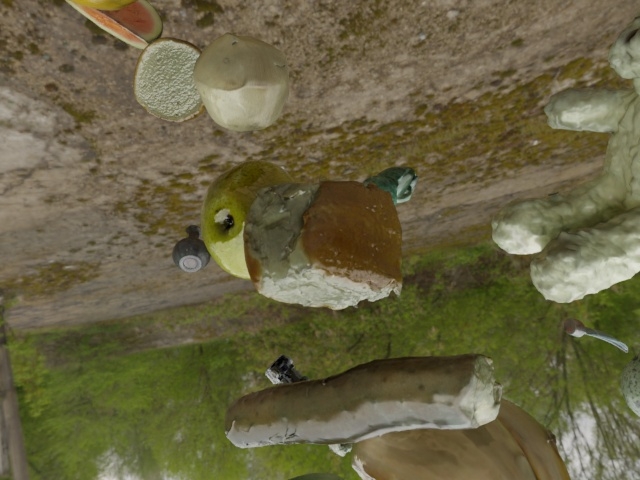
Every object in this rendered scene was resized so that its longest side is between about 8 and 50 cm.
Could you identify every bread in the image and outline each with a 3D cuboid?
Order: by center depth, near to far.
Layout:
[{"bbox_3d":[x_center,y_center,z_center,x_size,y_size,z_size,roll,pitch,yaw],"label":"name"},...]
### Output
[{"bbox_3d":[0.000,0.000,0.875,0.278,0.250,0.224,19,149,-35],"label":"bread"},{"bbox_3d":[-0.406,-0.446,1.248,0.235,0.236,0.070,-16,-167,8],"label":"bread"}]

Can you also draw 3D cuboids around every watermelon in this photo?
[{"bbox_3d":[-0.603,-0.655,1.335,0.303,0.159,0.128,30,140,-5],"label":"watermelon"}]

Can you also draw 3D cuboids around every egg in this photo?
[{"bbox_3d":[0.627,0.254,0.794,0.132,0.132,0.172,-5,137,-43],"label":"egg"}]

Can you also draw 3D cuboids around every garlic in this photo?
[{"bbox_3d":[0.188,0.321,0.628,0.285,0.250,0.313,-9,-179,-28],"label":"garlic"}]

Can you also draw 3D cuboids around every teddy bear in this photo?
[{"bbox_3d":[0.377,-0.174,0.536,0.375,0.362,0.327,-22,-153,7],"label":"teddy bear"}]

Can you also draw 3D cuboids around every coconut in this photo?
[{"bbox_3d":[-0.168,-0.353,0.981,0.224,0.225,0.224,-14,170,-3],"label":"coconut"}]

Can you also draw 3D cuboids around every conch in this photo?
[{"bbox_3d":[0.193,-0.150,1.383,0.134,0.196,0.202,28,-158,22],"label":"conch"}]

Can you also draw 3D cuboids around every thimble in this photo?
[{"bbox_3d":[0.048,0.452,1.063,0.084,0.110,0.062,12,-175,-36],"label":"thimble"}]

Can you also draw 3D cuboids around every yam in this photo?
[{"bbox_3d":[0.019,0.165,0.444,0.317,0.067,0.071,-24,134,36],"label":"yam"}]

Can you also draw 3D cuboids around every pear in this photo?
[{"bbox_3d":[-0.158,-0.050,1.085,0.294,0.295,0.294,-14,170,-3],"label":"pear"}]

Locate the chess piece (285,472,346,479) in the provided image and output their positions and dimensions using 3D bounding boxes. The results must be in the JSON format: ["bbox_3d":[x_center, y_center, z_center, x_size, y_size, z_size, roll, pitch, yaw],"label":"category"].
[{"bbox_3d":[0.017,0.441,0.491,0.194,0.195,0.299,-11,-156,-18],"label":"chess piece"}]

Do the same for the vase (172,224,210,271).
[{"bbox_3d":[-0.421,0.020,1.461,0.120,0.183,0.120,-6,127,-8],"label":"vase"}]

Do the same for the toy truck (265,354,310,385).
[{"bbox_3d":[-0.061,0.300,0.925,0.052,0.123,0.063,-40,178,-37],"label":"toy truck"}]

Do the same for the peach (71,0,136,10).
[{"bbox_3d":[-0.472,-0.594,0.824,0.307,0.289,0.289,21,157,-17],"label":"peach"}]

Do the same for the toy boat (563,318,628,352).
[{"bbox_3d":[0.560,0.191,0.888,0.122,0.034,0.096,18,-178,14],"label":"toy boat"}]
